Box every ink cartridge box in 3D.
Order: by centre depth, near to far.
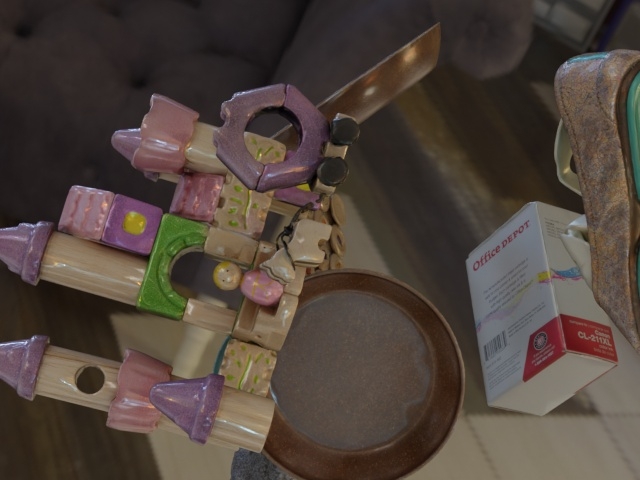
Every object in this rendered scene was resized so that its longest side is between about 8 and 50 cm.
[{"bbox_3d":[0.220,0.068,1.400,0.072,0.127,0.175,14,53,-27],"label":"ink cartridge box"}]

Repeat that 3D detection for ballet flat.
[{"bbox_3d":[0.268,-0.031,1.254,0.106,0.316,0.107,13,36,39],"label":"ballet flat"}]

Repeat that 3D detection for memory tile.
[{"bbox_3d":[0.000,0.000,1.432,0.113,0.012,0.148,46,36,-51],"label":"memory tile"}]

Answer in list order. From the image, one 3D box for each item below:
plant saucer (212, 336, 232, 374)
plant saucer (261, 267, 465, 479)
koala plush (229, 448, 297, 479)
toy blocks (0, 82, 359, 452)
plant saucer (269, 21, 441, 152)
[{"bbox_3d":[-0.052,0.123,1.319,0.021,0.119,0.119,33,22,-44],"label":"plant saucer"},{"bbox_3d":[0.025,0.117,1.198,0.198,0.199,0.036,25,13,-1],"label":"plant saucer"},{"bbox_3d":[-0.029,0.222,1.615,0.203,0.221,0.196,-14,44,3],"label":"koala plush"},{"bbox_3d":[-0.145,0.013,1.126,0.260,0.289,0.309,17,-7,-5],"label":"toy blocks"},{"bbox_3d":[0.033,-0.170,1.754,0.050,0.310,0.310,55,36,-6],"label":"plant saucer"}]
